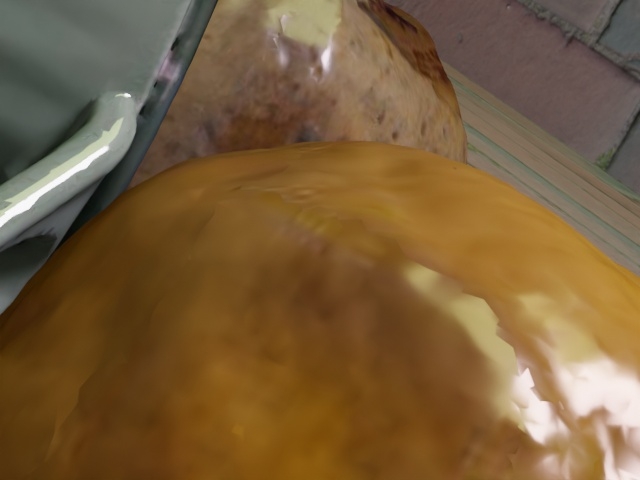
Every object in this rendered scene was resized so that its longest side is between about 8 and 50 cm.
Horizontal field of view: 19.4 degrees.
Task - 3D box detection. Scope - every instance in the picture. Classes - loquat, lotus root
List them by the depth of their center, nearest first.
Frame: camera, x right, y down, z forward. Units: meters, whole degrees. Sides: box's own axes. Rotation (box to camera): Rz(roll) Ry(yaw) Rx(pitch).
[{"bbox_3d":[0.012,0.081,0.453,0.238,0.193,0.238,32,-13,8],"label":"loquat"},{"bbox_3d":[-0.038,-0.057,0.910,0.272,0.192,0.272,23,17,-8],"label":"lotus root"}]

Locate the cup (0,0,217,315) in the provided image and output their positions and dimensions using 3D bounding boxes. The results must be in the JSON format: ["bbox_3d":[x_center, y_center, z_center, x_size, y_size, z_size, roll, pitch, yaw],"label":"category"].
[{"bbox_3d":[-0.216,-0.143,0.572,0.392,0.310,0.401,20,12,-26],"label":"cup"}]
